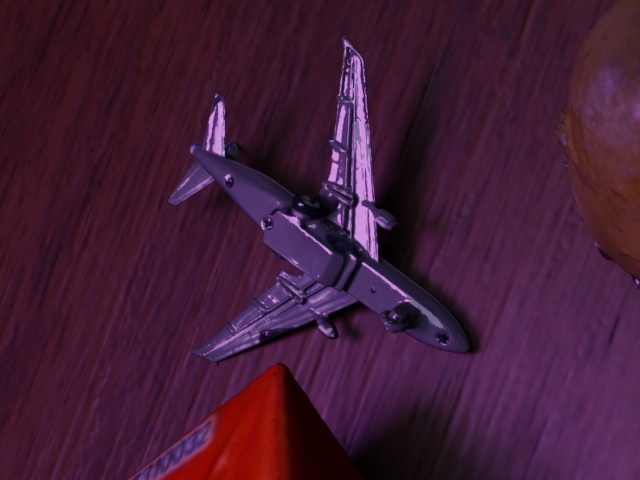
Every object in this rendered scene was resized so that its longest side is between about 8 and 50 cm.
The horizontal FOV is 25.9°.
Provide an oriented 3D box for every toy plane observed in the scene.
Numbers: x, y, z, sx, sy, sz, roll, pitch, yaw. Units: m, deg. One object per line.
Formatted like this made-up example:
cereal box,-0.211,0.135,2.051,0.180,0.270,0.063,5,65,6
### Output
toy plane,-0.003,-0.001,0.823,0.226,0.058,0.226,41,115,32

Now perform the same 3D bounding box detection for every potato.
potato,0.203,-0.062,0.684,0.202,0.117,0.182,24,87,34

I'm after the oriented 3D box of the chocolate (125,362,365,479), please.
chocolate,-0.097,0.282,0.659,0.360,0.161,0.341,-38,22,17
